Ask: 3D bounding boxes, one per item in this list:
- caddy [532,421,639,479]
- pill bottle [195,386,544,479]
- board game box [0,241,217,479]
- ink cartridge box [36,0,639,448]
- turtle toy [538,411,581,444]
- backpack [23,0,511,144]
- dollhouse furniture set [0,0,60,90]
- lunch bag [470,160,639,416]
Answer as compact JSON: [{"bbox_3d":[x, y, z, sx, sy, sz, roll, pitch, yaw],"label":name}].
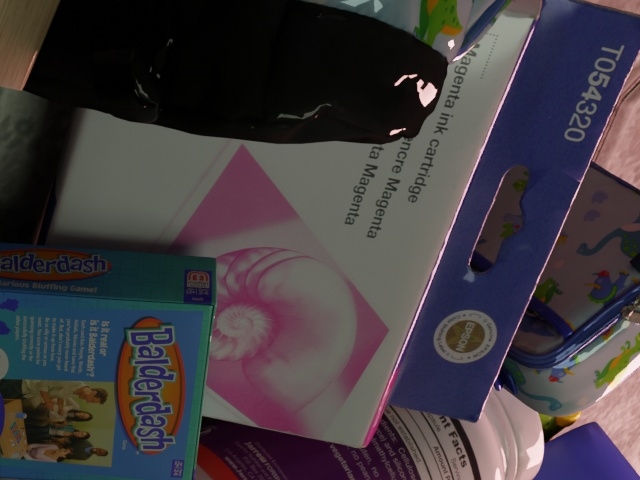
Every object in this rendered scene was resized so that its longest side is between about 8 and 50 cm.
[{"bbox_3d":[0.170,0.315,1.600,0.341,0.179,0.241,-25,162,-25],"label":"caddy"},{"bbox_3d":[0.012,0.193,1.372,0.323,0.181,0.181,-22,138,-33],"label":"pill bottle"},{"bbox_3d":[-0.173,0.076,1.080,0.210,0.047,0.160,5,128,-7],"label":"board game box"},{"bbox_3d":[0.004,-0.025,1.104,0.330,0.071,0.324,12,119,-12],"label":"ink cartridge box"},{"bbox_3d":[0.191,0.156,1.626,0.130,0.066,0.095,-29,165,-29],"label":"turtle toy"},{"bbox_3d":[-0.006,-0.233,0.851,0.273,0.290,0.355,-2,99,-37],"label":"backpack"},{"bbox_3d":[-0.265,-0.189,0.688,0.356,0.174,0.303,11,109,-49],"label":"dollhouse furniture set"},{"bbox_3d":[0.164,0.021,1.330,0.176,0.219,0.090,-36,132,-11],"label":"lunch bag"}]
